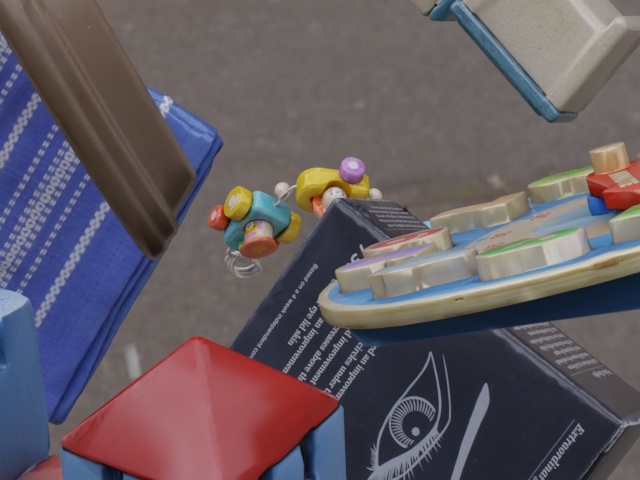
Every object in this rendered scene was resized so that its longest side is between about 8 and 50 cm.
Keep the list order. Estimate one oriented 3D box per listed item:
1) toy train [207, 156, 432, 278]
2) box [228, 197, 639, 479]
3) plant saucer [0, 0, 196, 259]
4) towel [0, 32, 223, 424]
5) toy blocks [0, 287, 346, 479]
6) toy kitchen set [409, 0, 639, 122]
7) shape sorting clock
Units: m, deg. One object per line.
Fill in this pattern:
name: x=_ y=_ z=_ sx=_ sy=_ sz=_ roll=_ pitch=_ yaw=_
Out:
toy train: x=0.000 y=0.000 z=1.373 sx=0.166 sy=0.125 sz=0.046 roll=-11 pitch=47 yaw=9
box: x=0.059 y=0.094 z=1.024 sx=0.207 sy=0.153 sz=0.108 roll=40 pitch=13 yaw=15
plant saucer: x=-0.129 y=-0.119 z=0.810 sx=0.041 sy=0.278 sz=0.278 roll=-30 pitch=27 yaw=-2
towel: x=-0.257 y=-0.041 z=1.136 sx=0.336 sy=0.243 sz=0.040 roll=28 pitch=14 yaw=-19
toy blocks: x=-0.135 y=0.117 z=0.508 sx=0.381 sy=0.261 sz=0.190 roll=16 pitch=34 yaw=30
toy kitchen set: x=0.109 y=-0.133 z=1.020 sx=0.122 sy=0.166 sz=0.207 roll=-45 pitch=-13 yaw=23
shape sorting clock: x=0.097 y=-0.011 z=0.589 sx=0.206 sy=0.040 sz=0.206 roll=-14 pitch=7 yaw=2
